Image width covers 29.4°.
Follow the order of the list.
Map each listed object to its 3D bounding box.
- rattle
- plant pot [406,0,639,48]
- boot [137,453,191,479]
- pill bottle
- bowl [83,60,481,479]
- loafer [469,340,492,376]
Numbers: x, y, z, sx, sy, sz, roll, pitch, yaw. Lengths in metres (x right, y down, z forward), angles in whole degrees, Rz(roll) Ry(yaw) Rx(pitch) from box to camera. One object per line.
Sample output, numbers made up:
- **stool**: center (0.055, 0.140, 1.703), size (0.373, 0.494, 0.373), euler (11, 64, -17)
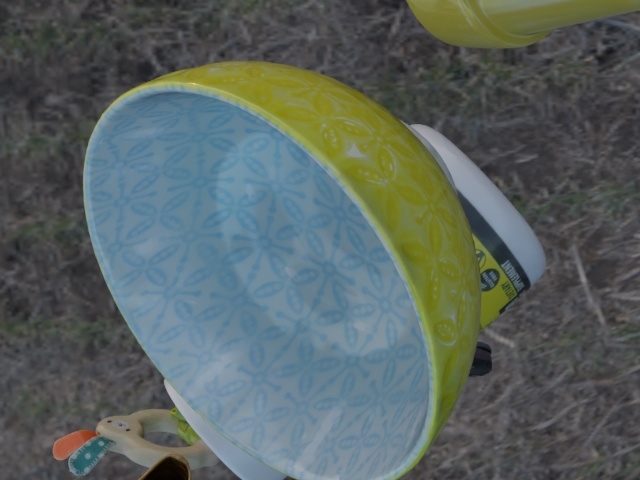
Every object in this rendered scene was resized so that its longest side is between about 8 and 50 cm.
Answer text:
- **rattle**: center (-0.213, 0.207, 1.485), size (0.130, 0.200, 0.143), euler (-105, 28, -53)
- **plant pot**: center (0.242, -0.325, 1.263), size (0.239, 0.254, 0.254), euler (9, 103, 43)
- **boot**: center (-0.212, 0.357, 1.184), size (0.104, 0.295, 0.211), euler (24, 149, 5)
- **pill bottle**: center (0.027, 0.067, 1.117), size (0.334, 0.188, 0.188), euler (-42, 64, -1)
- **bowl**: center (0.000, 0.000, 0.793), size (0.289, 0.156, 0.289), euler (26, 135, 29)
- **loafer**: center (0.133, 0.207, 1.864), size (0.109, 0.302, 0.095), euler (-47, 46, 52)
